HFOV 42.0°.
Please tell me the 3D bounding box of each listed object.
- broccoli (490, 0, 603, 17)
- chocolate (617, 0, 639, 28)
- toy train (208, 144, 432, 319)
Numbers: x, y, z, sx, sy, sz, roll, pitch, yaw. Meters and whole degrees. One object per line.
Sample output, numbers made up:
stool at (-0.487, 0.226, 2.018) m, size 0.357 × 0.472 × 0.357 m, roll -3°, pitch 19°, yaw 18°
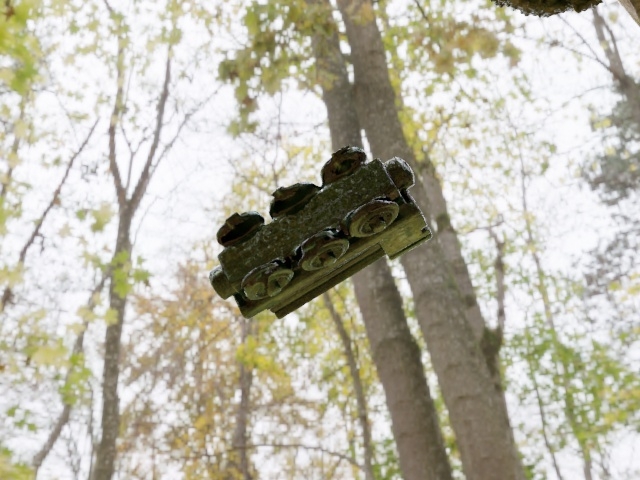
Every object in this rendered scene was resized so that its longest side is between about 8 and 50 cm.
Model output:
broccoli at (0.346, -0.537, 1.375) m, size 0.375 × 0.249 × 0.301 m, roll 8°, pitch -63°, yaw -16°
chocolate at (0.445, -0.303, 0.992) m, size 0.162 × 0.162 × 0.445 m, roll -30°, pitch -54°, yaw 36°
toy train at (0.000, 0.000, 0.636) m, size 0.170 × 0.071 × 0.111 m, roll -31°, pitch -28°, yaw 4°
